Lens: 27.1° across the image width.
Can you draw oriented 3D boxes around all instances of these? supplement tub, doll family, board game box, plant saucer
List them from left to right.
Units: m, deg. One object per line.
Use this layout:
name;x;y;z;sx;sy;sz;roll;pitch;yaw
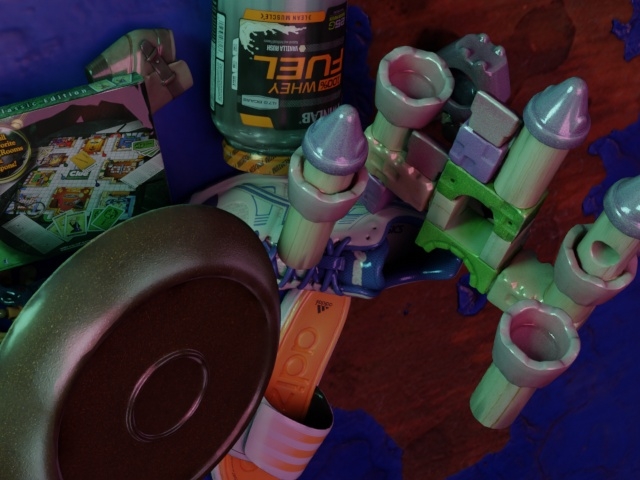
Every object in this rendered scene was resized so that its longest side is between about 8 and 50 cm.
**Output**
board game box;-0.257;-0.042;1.089;0.260;0.030;0.136;-16;122;-13
doll family;-0.255;0.074;1.119;0.193;0.111;0.076;-14;118;-27
plant saucer;-0.138;0.119;1.103;0.311;0.050;0.310;-31;137;-34
supplement tub;-0.037;-0.159;1.148;0.117;0.117;0.190;-11;116;-28

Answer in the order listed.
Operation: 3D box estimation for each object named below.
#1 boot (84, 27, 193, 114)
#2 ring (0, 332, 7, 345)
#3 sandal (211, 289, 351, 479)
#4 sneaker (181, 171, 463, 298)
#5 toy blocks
boot;-0.150;-0.122;1.142;0.087;0.042;0.118;-25;123;-23
ring;-0.307;0.204;1.123;0.337;0.032;0.336;-15;138;-14
sandal;-0.029;0.157;1.321;0.102;0.076;0.265;13;104;-35
sneaker;0.000;0.000;1.236;0.297;0.131;0.111;-10;118;-27
toy blocks;0.162;-0.068;1.115;0.309;0.289;0.260;-42;163;-35
